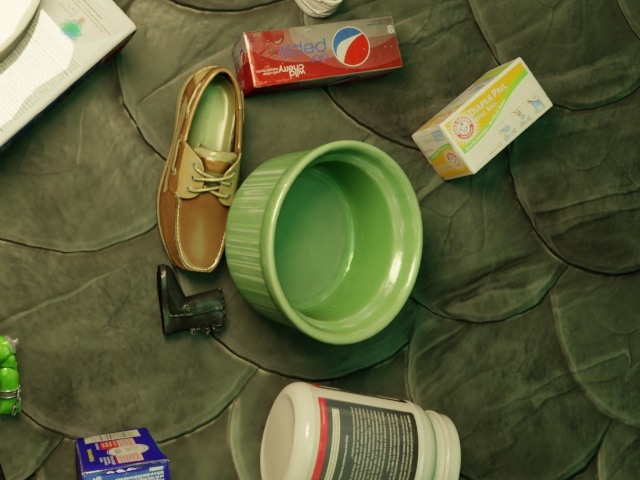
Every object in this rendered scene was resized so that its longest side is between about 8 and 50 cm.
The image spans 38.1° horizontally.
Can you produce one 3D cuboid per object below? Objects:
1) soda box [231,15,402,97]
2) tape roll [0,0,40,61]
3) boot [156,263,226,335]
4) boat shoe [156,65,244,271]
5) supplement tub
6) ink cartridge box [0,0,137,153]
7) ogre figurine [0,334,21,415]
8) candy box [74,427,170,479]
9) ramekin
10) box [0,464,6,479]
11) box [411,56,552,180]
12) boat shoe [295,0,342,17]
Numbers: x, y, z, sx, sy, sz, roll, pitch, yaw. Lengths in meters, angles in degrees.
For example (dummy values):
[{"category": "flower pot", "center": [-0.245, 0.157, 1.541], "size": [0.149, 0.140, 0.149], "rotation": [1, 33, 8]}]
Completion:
[{"category": "soda box", "center": [-0.005, -0.299, 1.514], "size": [0.263, 0.083, 0.092], "rotation": [-11, 90, -20]}, {"category": "tape roll", "center": [-0.543, -0.380, 1.169], "size": [0.392, 0.072, 0.392], "rotation": [1, 87, -21]}, {"category": "boot", "center": [-0.200, 0.090, 1.443], "size": [0.099, 0.045, 0.121], "rotation": [-8, 97, -18]}, {"category": "boat shoe", "center": [-0.179, -0.114, 1.421], "size": [0.123, 0.120, 0.324], "rotation": [4, 86, -20]}, {"category": "supplement tub", "center": [0.059, 0.333, 1.446], "size": [0.272, 0.191, 0.191], "rotation": [13, 83, -18]}, {"category": "ink cartridge box", "center": [-0.499, -0.259, 1.294], "size": [0.270, 0.151, 0.395], "rotation": [47, 71, -12]}, {"category": "ogre figurine", "center": [-0.512, 0.176, 1.304], "size": [0.197, 0.097, 0.118], "rotation": [19, 99, -3]}, {"category": "candy box", "center": [-0.264, 0.442, 1.282], "size": [0.122, 0.268, 0.317], "rotation": [-5, 89, -16]}, {"category": "ramekin", "center": [0.000, 0.000, 1.425], "size": [0.303, 0.148, 0.303], "rotation": [-3, 95, -39]}, {"category": "box", "center": [-0.455, 0.423, 1.258], "size": [0.103, 0.184, 0.261], "rotation": [-18, 93, -20]}, {"category": "box", "center": [0.277, -0.206, 1.596], "size": [0.203, 0.114, 0.103], "rotation": [-40, 100, -16]}, {"category": "boat shoe", "center": [-0.052, -0.479, 1.506], "size": [0.258, 0.084, 0.095], "rotation": [44, 74, -13]}]
